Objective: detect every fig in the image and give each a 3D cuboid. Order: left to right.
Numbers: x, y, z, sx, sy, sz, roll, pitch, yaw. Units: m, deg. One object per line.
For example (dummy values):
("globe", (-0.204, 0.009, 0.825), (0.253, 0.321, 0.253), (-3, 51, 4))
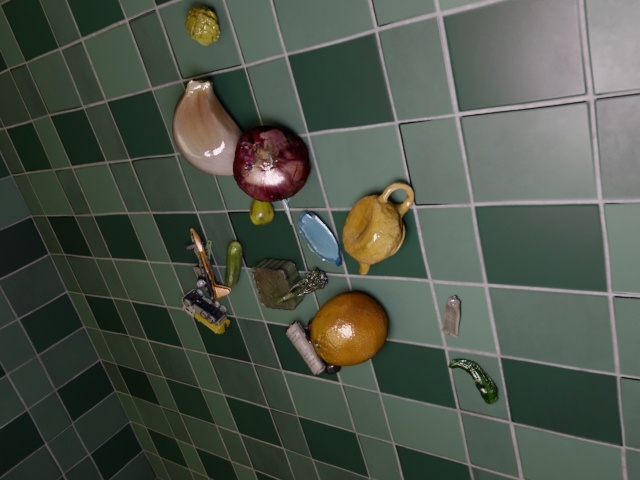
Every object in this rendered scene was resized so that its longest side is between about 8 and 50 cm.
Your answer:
("fig", (-0.204, -0.134, 1.941), (0.093, 0.093, 0.166), (12, 104, 34))

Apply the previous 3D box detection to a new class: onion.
("onion", (-0.159, -0.244, 1.757), (0.251, 0.219, 0.252), (0, 99, 1))

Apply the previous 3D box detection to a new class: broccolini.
("broccolini", (-0.063, 0.178, 1.954), (0.091, 0.202, 0.068), (48, -174, -34))

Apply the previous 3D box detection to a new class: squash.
("squash", (-0.348, 0.096, 2.206), (0.066, 0.066, 0.229), (32, 134, 20))

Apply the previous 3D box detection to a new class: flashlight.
("flashlight", (0.017, 0.400, 2.079), (0.092, 0.093, 0.232), (4, 118, 38))

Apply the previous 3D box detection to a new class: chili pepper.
("chili pepper", (0.490, 0.437, 1.740), (0.182, 0.050, 0.073), (46, 142, 10))

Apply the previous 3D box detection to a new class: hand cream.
("hand cream", (0.405, 0.235, 1.703), (0.057, 0.037, 0.165), (21, 135, 28))

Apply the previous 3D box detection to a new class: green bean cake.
("green bean cake", (-0.155, 0.162, 2.066), (0.173, 0.094, 0.182), (1, 117, 38))

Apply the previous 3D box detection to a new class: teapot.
("teapot", (0.183, -0.032, 1.633), (0.311, 0.166, 0.203), (-60, 28, 19))

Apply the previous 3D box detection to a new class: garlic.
("garlic", (-0.366, -0.362, 1.889), (0.246, 0.231, 0.340), (-45, 104, 2))

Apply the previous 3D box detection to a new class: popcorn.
("popcorn", (-0.361, -0.669, 1.720), (0.120, 0.116, 0.106), (-3, 158, 44))

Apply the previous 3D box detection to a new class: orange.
("orange", (0.090, 0.294, 1.832), (0.264, 0.264, 0.264), (20, 127, 29))

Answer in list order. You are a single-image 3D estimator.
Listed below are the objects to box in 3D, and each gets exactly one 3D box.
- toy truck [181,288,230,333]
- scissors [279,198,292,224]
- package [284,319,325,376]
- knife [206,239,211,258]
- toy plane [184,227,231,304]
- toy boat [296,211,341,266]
("toy truck", (-0.510, 0.320, 2.453), (0.226, 0.098, 0.114), (30, 137, 20))
("scissors", (-0.117, -0.112, 1.922), (0.058, 0.014, 0.119), (-6, 108, 42))
("package", (-0.062, 0.422, 2.102), (0.204, 0.062, 0.251), (55, 162, 19))
("knife", (-0.480, 0.073, 2.335), (0.030, 0.014, 0.207), (34, 132, 18))
("toy plane", (-0.486, 0.105, 2.276), (0.102, 0.204, 0.316), (-28, 95, 1))
("toy boat", (0.000, 0.000, 1.862), (0.215, 0.088, 0.102), (51, 170, 1))
